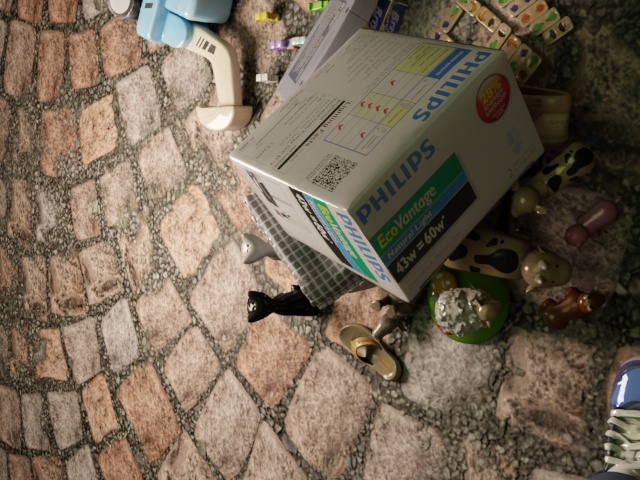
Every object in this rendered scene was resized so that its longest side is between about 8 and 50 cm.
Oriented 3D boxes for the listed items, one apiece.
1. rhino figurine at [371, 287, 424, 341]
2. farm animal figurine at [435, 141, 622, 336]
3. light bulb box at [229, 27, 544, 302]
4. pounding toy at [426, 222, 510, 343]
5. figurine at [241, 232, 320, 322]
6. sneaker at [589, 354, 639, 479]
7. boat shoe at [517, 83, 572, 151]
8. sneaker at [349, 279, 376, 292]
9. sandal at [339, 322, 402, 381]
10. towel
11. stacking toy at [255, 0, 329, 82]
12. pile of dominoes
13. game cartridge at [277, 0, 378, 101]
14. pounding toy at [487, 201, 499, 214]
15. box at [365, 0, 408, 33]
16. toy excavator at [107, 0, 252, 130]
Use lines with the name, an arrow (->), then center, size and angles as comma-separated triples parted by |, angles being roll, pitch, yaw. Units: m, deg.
rhino figurine -> 0.164, 0.124, 1.552 | 0.073, 0.106, 0.243 | 39, 130, 30
farm animal figurine -> 0.346, 0.005, 1.273 | 0.327, 0.172, 0.330 | -3, 97, 18
light bulb box -> 0.104, -0.145, 1.252 | 0.358, 0.225, 0.361 | -46, 38, -12
pounding toy -> 0.278, 0.099, 1.451 | 0.183, 0.110, 0.237 | 50, 123, 28
figurine -> -0.102, 0.078, 1.724 | 0.092, 0.209, 0.215 | -10, 85, 42
sneaker -> 0.496, 0.359, 1.184 | 0.130, 0.236, 0.323 | -2, 91, 42
boat shoe -> 0.313, -0.269, 1.370 | 0.341, 0.122, 0.110 | 30, 130, 40
sneaker -> 0.125, -0.008, 1.594 | 0.268, 0.101, 0.153 | -42, 65, 29
sandal -> 0.105, 0.247, 1.655 | 0.180, 0.049, 0.072 | 41, 118, 33
towel -> 0.004, -0.038, 1.494 | 0.235, 0.121, 0.283 | -38, 71, 4
stacking toy -> -0.070, -0.469, 1.771 | 0.221, 0.052, 0.167 | 3, 94, 41
pile of dominoes -> 0.333, -0.399, 1.420 | 0.251, 0.040, 0.196 | 51, 123, 27
game cartridge -> 0.012, -0.417, 1.604 | 0.297, 0.062, 0.198 | -56, 27, 15
pounding toy -> 0.252, -0.073, 1.454 | 0.181, 0.094, 0.206 | 0, 83, 8
box -> 0.121, -0.441, 1.595 | 0.054, 0.059, 0.169 | 38, 117, 34
toy excavator -> -0.321, -0.548, 1.908 | 0.445, 0.222, 0.433 | 32, 115, 27
